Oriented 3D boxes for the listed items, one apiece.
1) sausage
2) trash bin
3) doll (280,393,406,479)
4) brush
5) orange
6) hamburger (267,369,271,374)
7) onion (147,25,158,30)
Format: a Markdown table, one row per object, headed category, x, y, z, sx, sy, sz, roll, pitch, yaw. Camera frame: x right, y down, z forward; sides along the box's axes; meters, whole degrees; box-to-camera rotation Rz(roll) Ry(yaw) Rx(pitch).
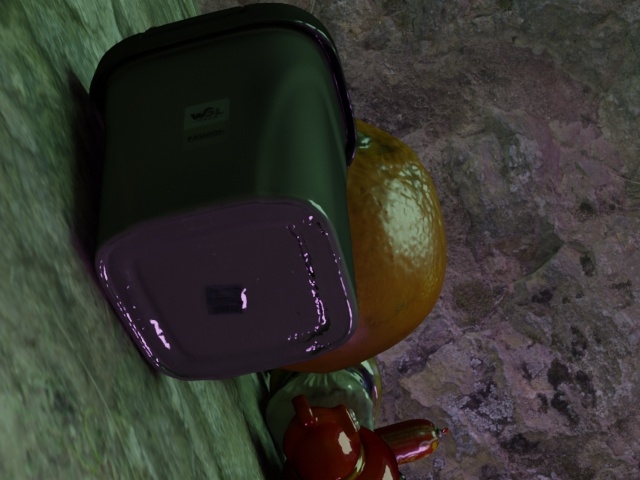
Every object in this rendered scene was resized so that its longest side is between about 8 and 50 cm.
| category | x | y | z | sx | sy | sz | roll | pitch | yaw |
| --- | --- | --- | --- | --- | --- | --- | --- | --- | --- |
| sausage | 0.094 | 0.361 | 1.379 | 0.083 | 0.264 | 0.083 | -17 | 90 | -86 |
| trash bin | -0.072 | -0.039 | 0.646 | 0.250 | 0.220 | 0.219 | -98 | 171 | -47 |
| doll | 0.033 | 0.334 | 1.035 | 0.182 | 0.160 | 0.363 | -125 | -168 | -60 |
| brush | 0.011 | 0.282 | 1.207 | 0.166 | 0.174 | 0.266 | -89 | 173 | -63 |
| orange | 0.000 | 0.000 | 0.943 | 0.312 | 0.312 | 0.312 | 162 | -90 | -90 |
| hamburger | -0.048 | 0.119 | 1.388 | 0.283 | 0.144 | 0.156 | -99 | 170 | -78 |
| onion | -0.169 | -0.212 | 1.109 | 0.195 | 0.140 | 0.218 | -99 | 170 | -47 |
